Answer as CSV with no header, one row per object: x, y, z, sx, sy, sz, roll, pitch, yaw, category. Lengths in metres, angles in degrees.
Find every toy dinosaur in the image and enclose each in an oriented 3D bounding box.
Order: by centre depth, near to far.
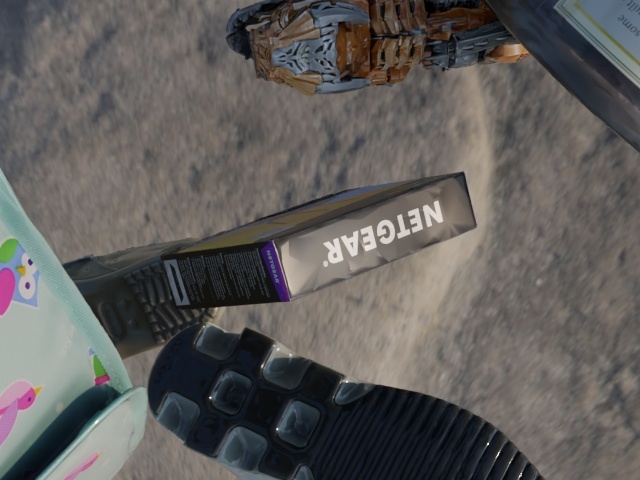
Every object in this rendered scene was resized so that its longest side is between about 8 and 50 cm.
0.080,-0.157,0.919,0.322,0.218,0.164,2,109,-38,toy dinosaur

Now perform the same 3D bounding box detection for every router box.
0.000,0.000,1.007,0.179,0.133,0.046,-21,99,-39,router box

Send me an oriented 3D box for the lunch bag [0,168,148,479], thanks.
-0.203,0.094,0.645,0.160,0.262,0.223,15,53,39,lunch bag

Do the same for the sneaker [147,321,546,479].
0.043,0.165,1.020,0.330,0.146,0.122,28,78,28,sneaker

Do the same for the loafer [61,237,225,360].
-0.187,0.061,1.273,0.268,0.092,0.102,-12,101,24,loafer

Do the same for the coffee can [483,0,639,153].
0.238,-0.170,0.712,0.201,0.201,0.275,45,109,11,coffee can
